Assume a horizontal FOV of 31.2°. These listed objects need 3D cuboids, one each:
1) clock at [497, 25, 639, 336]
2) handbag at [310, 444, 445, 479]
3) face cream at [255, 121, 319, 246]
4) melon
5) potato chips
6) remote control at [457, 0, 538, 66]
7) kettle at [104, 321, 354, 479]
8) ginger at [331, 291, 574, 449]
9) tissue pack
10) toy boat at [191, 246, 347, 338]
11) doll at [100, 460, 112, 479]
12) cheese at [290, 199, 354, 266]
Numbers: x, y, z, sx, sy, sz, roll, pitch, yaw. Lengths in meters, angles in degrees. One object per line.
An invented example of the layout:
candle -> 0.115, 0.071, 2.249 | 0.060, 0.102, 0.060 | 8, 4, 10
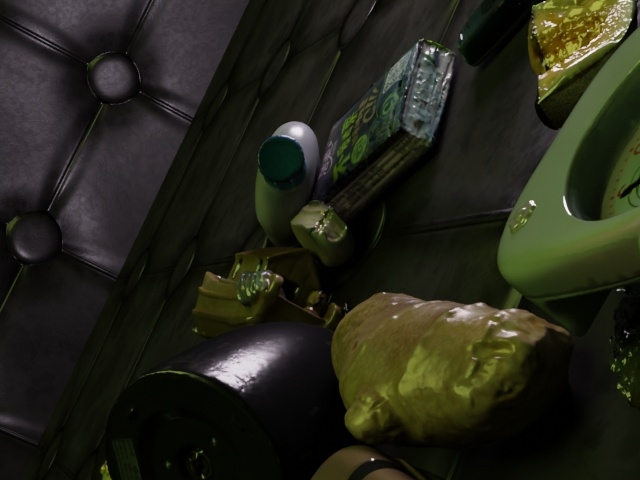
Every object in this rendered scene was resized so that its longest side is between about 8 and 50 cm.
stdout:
clock -> 0.269, -0.062, 0.758 | 0.265, 0.108, 0.324 | -54, 13, -15
handbag -> 0.016, 0.311, 0.916 | 0.302, 0.149, 0.283 | -61, 14, 4
face cream -> -0.046, -0.086, 1.624 | 0.337, 0.080, 0.163 | 81, -159, -82
melon -> 0.257, -0.173, 1.093 | 0.128, 0.079, 0.160 | -28, 33, 31
potato chips -> 0.255, 0.069, 0.804 | 0.142, 0.026, 0.209 | -56, 18, 27
remote control -> 0.238, -0.300, 1.374 | 0.222, 0.042, 0.072 | -51, 23, 35
kettle -> -0.085, 0.179, 1.217 | 0.268, 0.208, 0.290 | -1, 17, 28
ginger -> 0.090, 0.115, 1.023 | 0.189, 0.126, 0.354 | -31, 6, -12
tissue pack -> 0.082, -0.142, 1.540 | 0.235, 0.073, 0.173 | -43, 26, 49
toy boat -> -0.092, 0.078, 1.618 | 0.162, 0.135, 0.445 | -66, 16, -10
doll -> -0.261, 0.359, 1.706 | 0.141, 0.117, 0.296 | -67, 17, -5
cheese -> -0.004, -0.006, 1.554 | 0.047, 0.092, 0.171 | -38, 11, -14
